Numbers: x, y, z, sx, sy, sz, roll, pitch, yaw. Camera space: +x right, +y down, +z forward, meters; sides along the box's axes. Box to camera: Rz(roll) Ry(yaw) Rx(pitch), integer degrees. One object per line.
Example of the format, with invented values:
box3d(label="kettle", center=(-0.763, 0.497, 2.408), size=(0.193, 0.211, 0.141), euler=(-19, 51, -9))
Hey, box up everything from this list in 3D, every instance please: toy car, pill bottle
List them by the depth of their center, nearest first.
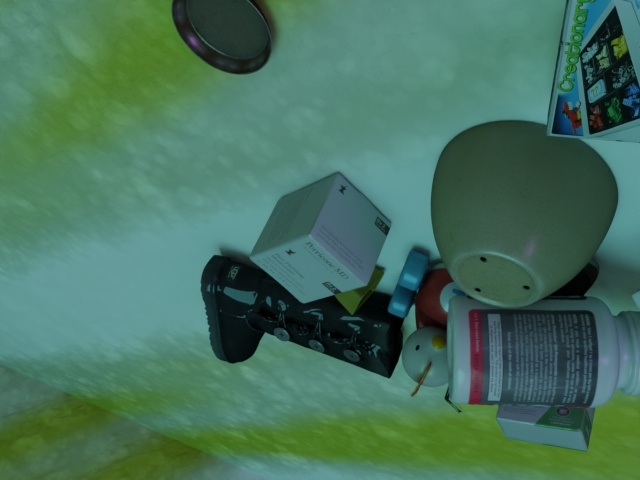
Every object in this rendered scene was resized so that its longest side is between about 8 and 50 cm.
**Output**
box3d(label="pill bottle", center=(0.365, 0.176, 1.208), size=(0.318, 0.176, 0.176), euler=(0, 142, 6))
box3d(label="toy car", center=(0.221, 0.181, 1.412), size=(0.219, 0.238, 0.210), euler=(21, 146, 7))

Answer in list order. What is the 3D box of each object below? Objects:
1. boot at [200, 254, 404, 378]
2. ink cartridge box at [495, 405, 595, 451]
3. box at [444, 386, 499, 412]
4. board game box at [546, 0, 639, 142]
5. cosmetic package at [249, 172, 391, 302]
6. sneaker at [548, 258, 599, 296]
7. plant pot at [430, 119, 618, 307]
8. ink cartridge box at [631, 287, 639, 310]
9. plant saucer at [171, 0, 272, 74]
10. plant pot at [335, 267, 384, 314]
box3d(label="boot", center=(-0.030, 0.213, 1.733), size=(0.444, 0.146, 0.367), euler=(11, 146, 14))
box3d(label="ink cartridge box", center=(0.432, 0.268, 1.415), size=(0.154, 0.212, 0.093), euler=(1, 142, 32))
box3d(label="box", center=(0.378, 0.312, 1.625), size=(0.058, 0.087, 0.232), euler=(42, 144, -23))
box3d(label="board game box", center=(0.379, -0.238, 0.878), size=(0.192, 0.053, 0.305), euler=(7, 143, 13))
box3d(label="cosmetic package", center=(0.000, 0.000, 1.390), size=(0.151, 0.151, 0.183), euler=(41, 144, -23))
box3d(label="sneaker", center=(0.403, 0.117, 1.310), size=(0.083, 0.118, 0.222), euler=(25, 147, 2))
box3d(label="plant pot", center=(0.286, -0.012, 1.149), size=(0.284, 0.191, 0.284), euler=(18, 146, 13))
box3d(label="ink cartridge box", center=(0.610, 0.144, 1.065), size=(0.207, 0.117, 0.283), euler=(-40, 74, 47))
box3d(label="plant saucer", center=(-0.146, -0.328, 1.153), size=(0.168, 0.029, 0.168), euler=(17, 146, 12))
box3d(label="plant pot", center=(0.065, 0.083, 1.531), size=(0.083, 0.081, 0.081), euler=(38, 148, 11))
